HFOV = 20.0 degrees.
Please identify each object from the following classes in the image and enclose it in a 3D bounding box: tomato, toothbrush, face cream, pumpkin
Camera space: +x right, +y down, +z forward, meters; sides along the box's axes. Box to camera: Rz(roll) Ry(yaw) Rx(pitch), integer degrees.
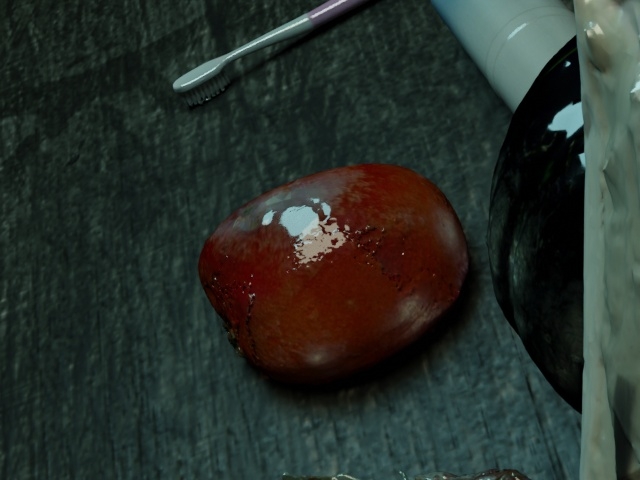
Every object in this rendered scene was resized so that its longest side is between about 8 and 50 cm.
[{"bbox_3d":[0.000,0.000,1.189,0.173,0.099,0.189,-33,37,-2],"label":"tomato"},{"bbox_3d":[0.011,-0.184,1.451,0.286,0.025,0.020,-30,36,-3],"label":"toothbrush"},{"bbox_3d":[0.151,-0.125,1.250,0.077,0.077,0.250,-29,40,0],"label":"face cream"},{"bbox_3d":[0.216,0.026,0.923,0.296,0.296,0.296,-17,40,15],"label":"pumpkin"}]

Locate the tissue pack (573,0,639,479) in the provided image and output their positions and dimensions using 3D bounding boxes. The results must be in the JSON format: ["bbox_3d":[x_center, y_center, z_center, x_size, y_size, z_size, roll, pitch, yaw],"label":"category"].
[{"bbox_3d":[0.283,0.010,0.671,0.356,0.266,0.194,-4,14,-12],"label":"tissue pack"}]

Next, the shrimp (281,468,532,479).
[{"bbox_3d":[0.039,0.162,1.014,0.190,0.075,0.073,-13,72,35],"label":"shrimp"}]
